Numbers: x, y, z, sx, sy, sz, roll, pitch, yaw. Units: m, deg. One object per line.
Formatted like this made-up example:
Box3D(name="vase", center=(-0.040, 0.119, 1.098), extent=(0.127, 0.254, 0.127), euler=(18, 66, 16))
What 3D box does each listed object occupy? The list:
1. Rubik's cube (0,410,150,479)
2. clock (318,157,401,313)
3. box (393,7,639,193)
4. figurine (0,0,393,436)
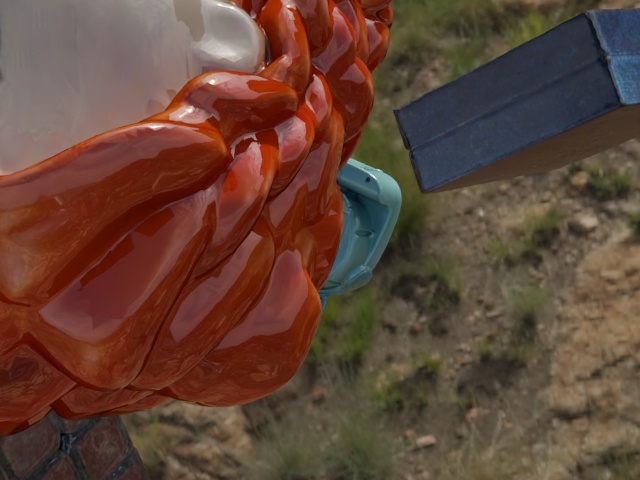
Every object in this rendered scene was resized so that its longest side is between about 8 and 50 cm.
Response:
Box3D(name="Rubik's cube", center=(-0.263, 0.203, 0.748), extent=(0.237, 0.238, 0.237), euler=(6, 35, 35))
Box3D(name="clock", center=(0.001, 0.000, 0.971), extent=(0.108, 0.045, 0.147), euler=(26, 101, 34))
Box3D(name="box", center=(0.271, -0.151, 1.248), extent=(0.279, 0.116, 0.261), euler=(-11, -8, -45))
Box3D(name="figurine", center=(-0.109, -0.136, 0.468), extent=(0.241, 0.412, 0.306), euler=(-9, 17, 23))
